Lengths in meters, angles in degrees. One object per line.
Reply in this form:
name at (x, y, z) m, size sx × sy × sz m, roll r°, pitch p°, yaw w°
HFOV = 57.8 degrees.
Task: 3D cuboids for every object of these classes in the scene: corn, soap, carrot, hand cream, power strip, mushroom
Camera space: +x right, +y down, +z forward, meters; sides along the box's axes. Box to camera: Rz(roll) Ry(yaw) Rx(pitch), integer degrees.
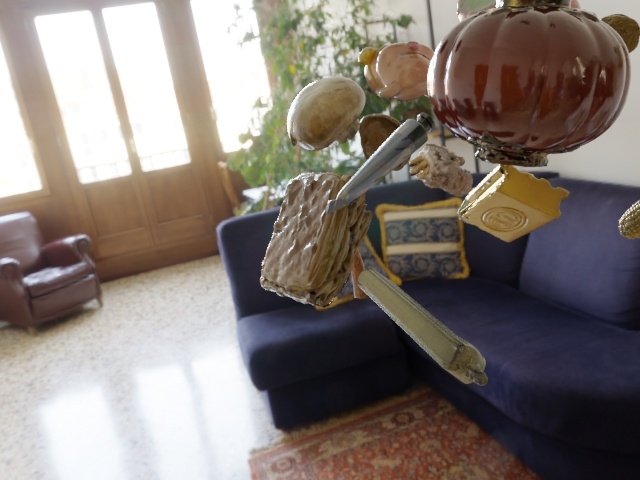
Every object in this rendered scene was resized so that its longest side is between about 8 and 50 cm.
corn at (0.831, -0.098, 1.361) m, size 0.101 × 0.101 × 0.291 m, roll -24°, pitch -19°, yaw -45°
soap at (0.553, -0.102, 1.707) m, size 0.204 × 0.096 × 0.324 m, roll 26°, pitch -14°, yaw 1°
carrot at (0.121, 0.087, 1.933) m, size 0.061 × 0.209 × 0.061 m, roll -13°, pitch 12°, yaw 3°
hand cream at (0.106, -0.140, 1.061) m, size 0.256 × 0.055 × 0.088 m, roll -41°, pitch -4°, yaw -9°
power strip at (0.194, 0.159, 1.123) m, size 0.066 × 0.092 × 0.387 m, roll -52°, pitch 35°, yaw 4°
mushroom at (0.012, -0.357, 1.656) m, size 0.184 × 0.254 × 0.255 m, roll 33°, pitch -18°, yaw -38°

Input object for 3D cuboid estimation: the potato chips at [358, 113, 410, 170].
potato chips at (0.217, -0.331, 1.924) m, size 0.062 × 0.208 × 0.195 m, roll -46°, pitch -5°, yaw -44°

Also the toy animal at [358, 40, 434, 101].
toy animal at (0.186, -0.410, 1.407) m, size 0.165 × 0.149 × 0.248 m, roll -10°, pitch 25°, yaw -8°

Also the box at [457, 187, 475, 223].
box at (0.531, -0.109, 1.956) m, size 0.069 × 0.122 × 0.084 m, roll 19°, pitch 17°, yaw -33°

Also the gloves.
gloves at (0.260, -0.148, 1.230) m, size 0.144 × 0.094 × 0.110 m, roll 19°, pitch 23°, yaw -51°

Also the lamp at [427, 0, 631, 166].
lamp at (0.319, -0.249, 0.910) m, size 0.304 × 0.256 × 0.303 m, roll 3°, pitch 14°, yaw -1°

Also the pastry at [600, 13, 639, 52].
pastry at (0.720, -0.499, 1.413) m, size 0.109 × 0.097 × 0.057 m, roll 25°, pitch 31°, yaw -4°

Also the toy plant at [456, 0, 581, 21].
toy plant at (0.438, -0.419, 1.249) m, size 0.317 × 0.210 × 0.356 m, roll -16°, pitch -36°, yaw 43°

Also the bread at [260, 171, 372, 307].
bread at (0.000, 0.000, 1.455) m, size 0.167 × 0.324 × 0.278 m, roll 18°, pitch -5°, yaw -34°
